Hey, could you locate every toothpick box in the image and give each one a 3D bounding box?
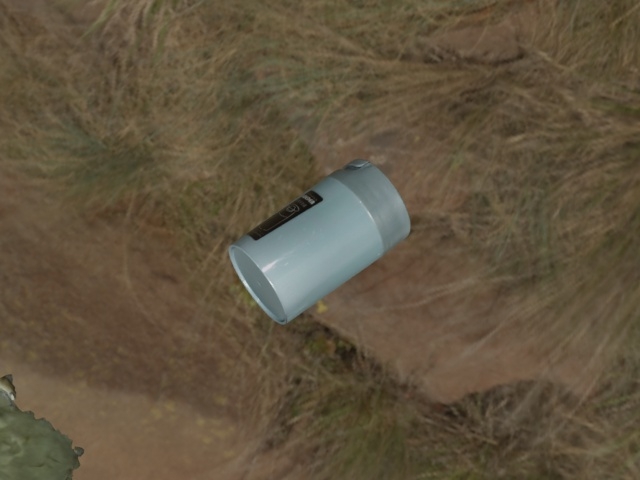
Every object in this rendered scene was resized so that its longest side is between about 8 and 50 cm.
[{"bbox_3d":[0.000,0.000,0.473,0.052,0.083,0.052,46,159,23],"label":"toothpick box"}]

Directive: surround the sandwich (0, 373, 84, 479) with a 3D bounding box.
[{"bbox_3d":[-0.320,0.171,0.566,0.325,0.262,0.131,6,116,-32],"label":"sandwich"}]
